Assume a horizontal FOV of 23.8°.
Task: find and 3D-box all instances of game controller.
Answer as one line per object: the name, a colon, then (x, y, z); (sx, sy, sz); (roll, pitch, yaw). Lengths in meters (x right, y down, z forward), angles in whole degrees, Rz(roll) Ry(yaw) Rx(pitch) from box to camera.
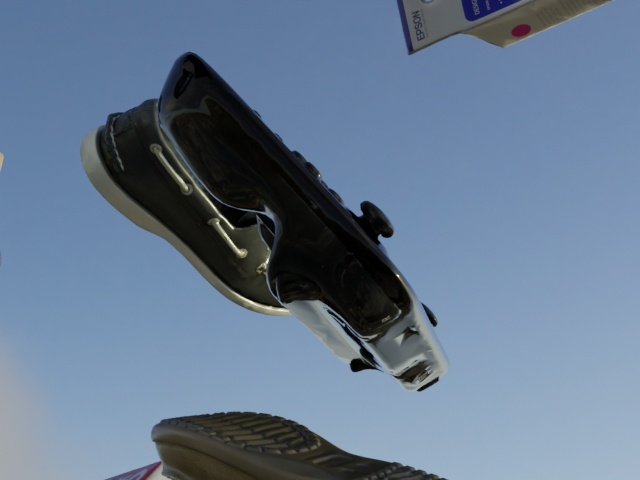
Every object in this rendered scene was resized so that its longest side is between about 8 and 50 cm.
game controller: (0.000, 0.000, 0.826); (0.067, 0.166, 0.319); (-33, -15, 0)

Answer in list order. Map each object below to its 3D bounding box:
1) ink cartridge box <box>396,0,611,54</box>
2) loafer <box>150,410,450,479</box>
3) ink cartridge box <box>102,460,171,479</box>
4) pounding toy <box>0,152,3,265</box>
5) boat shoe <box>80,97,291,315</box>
ink cartridge box: (0.248, -0.314, 1.525); (0.370, 0.176, 0.069); (-20, -32, 19)
loafer: (-0.010, 0.101, 0.574); (0.148, 0.050, 0.056); (14, 9, 42)
ink cartridge box: (-0.292, 0.399, 1.694); (0.130, 0.272, 0.309); (53, -39, -9)
pounding toy: (-0.397, -0.090, 1.448); (0.154, 0.270, 0.155); (-9, -2, 1)
boat shoe: (-0.087, -0.026, 1.421); (0.091, 0.114, 0.302); (-29, -42, 28)
